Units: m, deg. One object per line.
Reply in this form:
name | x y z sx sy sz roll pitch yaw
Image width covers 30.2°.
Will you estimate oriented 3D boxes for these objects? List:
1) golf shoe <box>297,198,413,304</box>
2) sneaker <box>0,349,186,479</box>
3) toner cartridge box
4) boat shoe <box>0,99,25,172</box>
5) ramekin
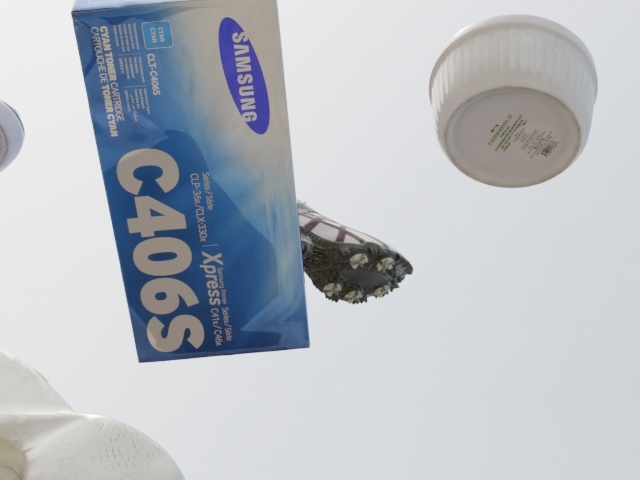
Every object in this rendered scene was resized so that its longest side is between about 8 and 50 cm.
golf shoe | 0.000 0.000 1.462 0.105 0.272 0.120 -47 -135 32
sneaker | -0.129 0.139 0.617 0.212 0.080 0.094 32 -42 41
toner cartridge box | -0.104 -0.056 1.037 0.165 0.075 0.348 -6 -58 -1
boat shoe | -0.436 -0.121 1.393 0.302 0.094 0.109 -9 -68 41
ramekin | 0.232 -0.159 1.433 0.207 0.109 0.207 5 -44 5
